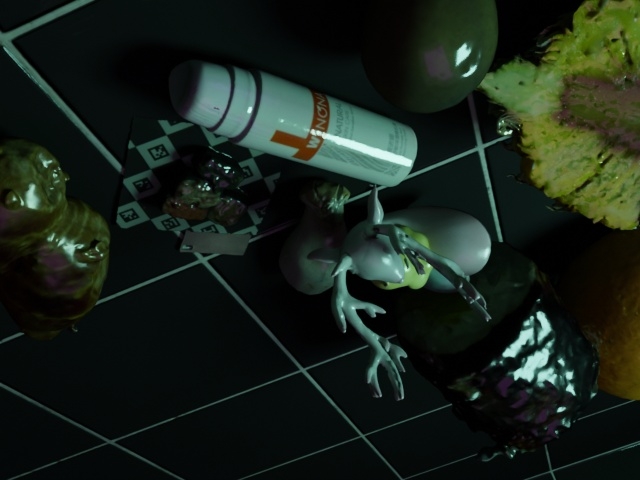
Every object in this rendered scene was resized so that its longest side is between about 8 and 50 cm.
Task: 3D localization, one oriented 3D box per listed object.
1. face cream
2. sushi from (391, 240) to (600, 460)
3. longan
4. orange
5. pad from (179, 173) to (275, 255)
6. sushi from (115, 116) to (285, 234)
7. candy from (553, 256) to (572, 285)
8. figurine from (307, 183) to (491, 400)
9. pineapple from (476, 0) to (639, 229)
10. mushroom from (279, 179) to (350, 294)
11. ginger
[{"bbox_3d":[-0.029,-0.156,0.916,0.345,0.102,0.102,11,135,-34],"label":"face cream"},{"bbox_3d":[0.310,0.184,1.210,0.281,0.299,0.294,-35,117,11],"label":"sushi"},{"bbox_3d":[0.125,-0.242,0.811,0.189,0.189,0.189,-10,143,-8],"label":"longan"},{"bbox_3d":[0.675,0.143,1.361,0.423,0.326,0.424,-15,147,-10],"label":"orange"},{"bbox_3d":[-0.151,-0.041,1.097,0.113,0.006,0.188,4,137,-23],"label":"pad"},{"bbox_3d":[-0.171,-0.069,1.012,0.231,0.047,0.220,3,137,-23],"label":"sushi"},{"bbox_3d":[0.520,0.066,1.471,0.023,0.025,0.083,-27,143,-34],"label":"candy"},{"bbox_3d":[0.138,0.043,1.016,0.315,0.284,0.206,-9,141,-48],"label":"figurine"},{"bbox_3d":[0.344,-0.218,0.959,0.286,0.209,0.345,14,114,4],"label":"pineapple"},{"bbox_3d":[0.000,0.000,1.133,0.116,0.093,0.225,15,142,-6],"label":"mushroom"},{"bbox_3d":[-0.430,0.019,0.949,0.274,0.153,0.358,-19,141,4],"label":"ginger"}]
